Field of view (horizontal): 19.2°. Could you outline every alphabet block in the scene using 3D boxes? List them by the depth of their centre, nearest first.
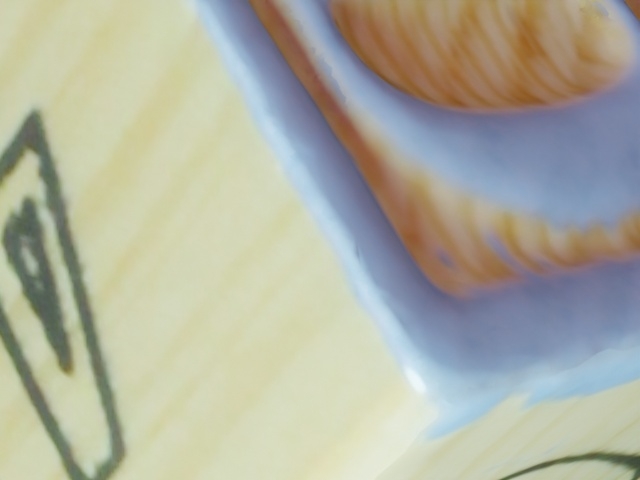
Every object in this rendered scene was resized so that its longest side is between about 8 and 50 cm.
[{"bbox_3d":[0.000,0.000,0.531,0.197,0.192,0.193,-51,59,42],"label":"alphabet block"}]
